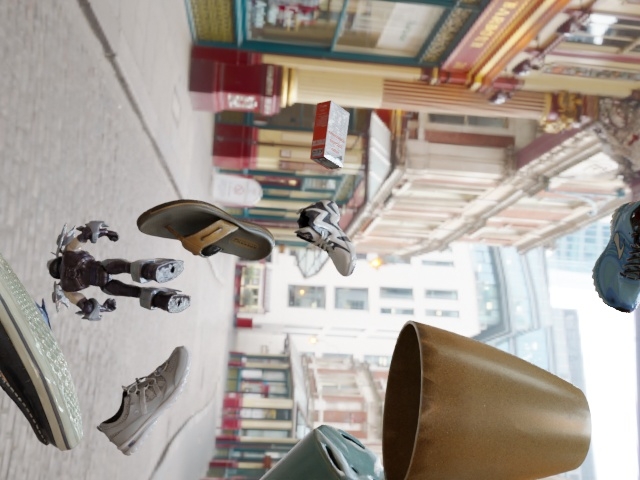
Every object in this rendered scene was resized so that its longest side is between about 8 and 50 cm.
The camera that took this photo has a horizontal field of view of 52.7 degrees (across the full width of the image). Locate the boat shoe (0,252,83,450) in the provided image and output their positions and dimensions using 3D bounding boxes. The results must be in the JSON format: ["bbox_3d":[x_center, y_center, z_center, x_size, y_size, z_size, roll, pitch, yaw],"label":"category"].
[{"bbox_3d":[-0.538,0.125,1.006,0.500,0.156,0.187,59,-16,-6],"label":"boat shoe"}]

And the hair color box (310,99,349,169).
[{"bbox_3d":[0.026,-0.290,1.788,0.093,0.053,0.167,25,67,-50],"label":"hair color box"}]

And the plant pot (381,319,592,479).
[{"bbox_3d":[0.234,0.250,0.913,0.237,0.254,0.237,-170,-90,-86],"label":"plant pot"}]

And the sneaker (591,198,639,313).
[{"bbox_3d":[0.393,0.013,0.817,0.073,0.063,0.162,96,11,-71],"label":"sneaker"}]

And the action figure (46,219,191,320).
[{"bbox_3d":[-0.381,0.065,1.166,0.099,0.285,0.185,-35,131,-64],"label":"action figure"}]

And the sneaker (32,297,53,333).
[{"bbox_3d":[-0.691,0.287,1.569,0.322,0.130,0.236,60,-21,23],"label":"sneaker"}]

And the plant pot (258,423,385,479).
[{"bbox_3d":[-0.021,0.494,1.004,0.334,0.341,0.341,-50,-169,4],"label":"plant pot"}]

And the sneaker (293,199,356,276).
[{"bbox_3d":[0.000,0.000,1.819,0.094,0.153,0.235,-28,-105,53],"label":"sneaker"}]

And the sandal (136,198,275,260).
[{"bbox_3d":[-0.164,-0.001,0.964,0.090,0.219,0.060,-40,-136,34],"label":"sandal"}]

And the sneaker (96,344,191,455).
[{"bbox_3d":[-0.411,0.362,1.528,0.281,0.115,0.105,-57,-162,-20],"label":"sneaker"}]
